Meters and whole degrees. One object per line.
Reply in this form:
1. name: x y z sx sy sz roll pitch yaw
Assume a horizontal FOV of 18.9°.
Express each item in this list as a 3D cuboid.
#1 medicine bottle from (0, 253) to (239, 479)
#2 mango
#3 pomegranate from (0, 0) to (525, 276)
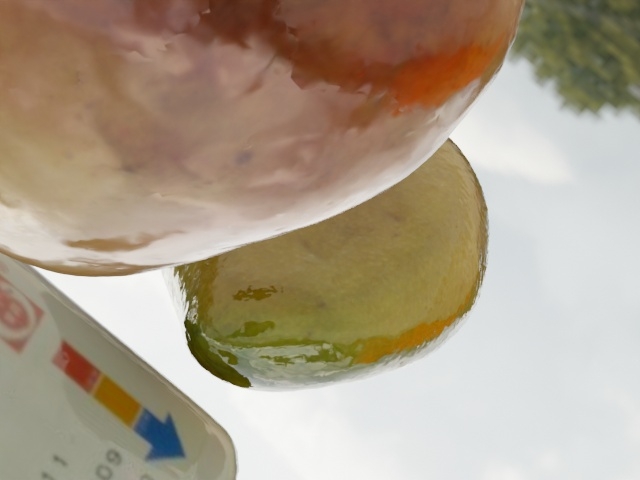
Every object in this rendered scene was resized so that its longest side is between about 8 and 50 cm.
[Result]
1. medicine bottle: -0.194 0.075 0.940 0.293 0.170 0.170 42 -161 -15
2. mango: 0.000 0.000 1.005 0.176 0.119 0.317 16 -159 4
3. pomegranate: -0.043 -0.097 0.500 0.209 0.209 0.209 33 -159 -14
